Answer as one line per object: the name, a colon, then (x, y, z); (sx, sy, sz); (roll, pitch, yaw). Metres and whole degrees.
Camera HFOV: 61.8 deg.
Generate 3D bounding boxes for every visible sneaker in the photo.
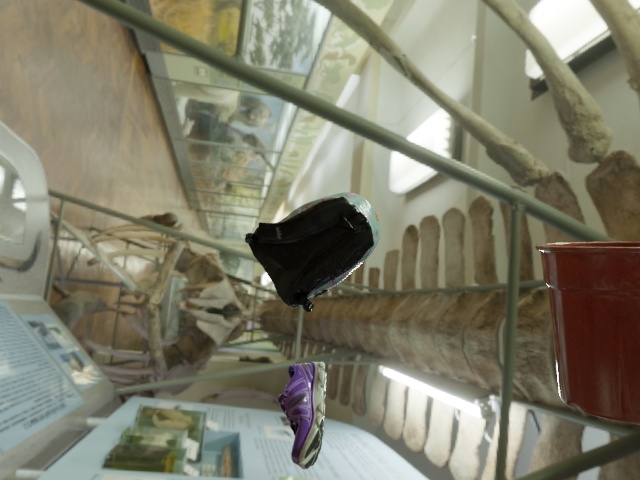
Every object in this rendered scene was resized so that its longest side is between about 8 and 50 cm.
sneaker: (-0.029, 0.245, 0.760); (0.170, 0.071, 0.068); (-87, 178, -58)

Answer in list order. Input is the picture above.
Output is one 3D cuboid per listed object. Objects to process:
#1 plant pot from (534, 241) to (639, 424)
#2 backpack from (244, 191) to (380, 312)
plant pot: (0.496, 0.137, 0.873); (0.272, 0.272, 0.265); (-176, -95, -81)
backpack: (0.000, 0.000, 0.804); (0.182, 0.152, 0.115); (-32, -173, 19)
